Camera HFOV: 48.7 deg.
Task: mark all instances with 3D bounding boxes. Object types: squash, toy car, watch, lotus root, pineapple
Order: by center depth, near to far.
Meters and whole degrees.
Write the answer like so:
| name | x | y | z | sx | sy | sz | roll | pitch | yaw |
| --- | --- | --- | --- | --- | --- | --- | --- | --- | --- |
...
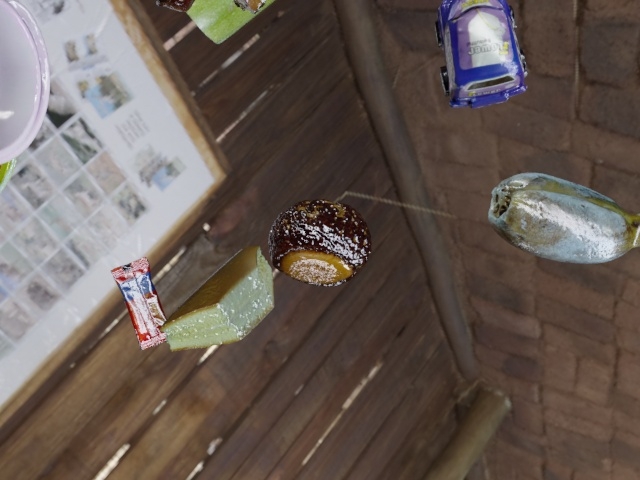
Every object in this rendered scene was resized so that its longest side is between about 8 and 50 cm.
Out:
| name | x | y | z | sx | sy | sz | roll | pitch | yaw |
| --- | --- | --- | --- | --- | --- | --- | --- | --- | --- |
| watch | -0.391 | -0.201 | 0.753 | 0.211 | 0.248 | 0.217 | 6 | 120 | 13 |
| pineapple | -0.140 | -0.458 | 1.282 | 0.116 | 0.069 | 0.137 | 46 | -167 | 21 |
| lotus root | 0.470 | -0.026 | 1.312 | 0.322 | 0.158 | 0.140 | 15 | 121 | -8 |
| toy car | 0.318 | -0.395 | 1.405 | 0.158 | 0.172 | 0.235 | 22 | -122 | -79 |
| squash | -0.200 | -0.748 | 1.889 | 0.263 | 0.384 | 0.263 | 51 | -163 | -22 |

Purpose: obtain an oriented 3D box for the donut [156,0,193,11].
| name | x | y | z | sx | sy | sz | roll | pitch | yaw |
| --- | --- | --- | --- | --- | --- | --- | --- | --- | --- |
| donut | -0.262 | -0.535 | 1.397 | 0.073 | 0.166 | 0.184 | 25 | 144 | -15 |

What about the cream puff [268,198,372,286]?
| name | x | y | z | sx | sy | sz | roll | pitch | yaw |
| --- | --- | --- | --- | --- | --- | --- | --- | --- | --- |
| cream puff | 0.000 | 0.000 | 1.620 | 0.239 | 0.165 | 0.239 | 5 | 152 | 3 |

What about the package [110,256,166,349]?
| name | x | y | z | sx | sy | sz | roll | pitch | yaw |
| --- | --- | --- | --- | --- | --- | --- | --- | --- | --- |
| package | -0.392 | 0.141 | 1.567 | 0.022 | 0.083 | 0.200 | 19 | 129 | 62 |

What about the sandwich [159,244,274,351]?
| name | x | y | z | sx | sy | sz | roll | pitch | yaw |
| --- | --- | --- | --- | --- | --- | --- | --- | --- | --- |
| sandwich | -0.157 | 0.103 | 1.234 | 0.096 | 0.258 | 0.094 | 10 | 132 | 40 |

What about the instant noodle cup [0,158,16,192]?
| name | x | y | z | sx | sy | sz | roll | pitch | yaw |
| --- | --- | --- | --- | --- | --- | --- | --- | --- | --- |
| instant noodle cup | -0.621 | -0.125 | 1.022 | 0.311 | 0.311 | 0.221 | 52 | -178 | -23 |
